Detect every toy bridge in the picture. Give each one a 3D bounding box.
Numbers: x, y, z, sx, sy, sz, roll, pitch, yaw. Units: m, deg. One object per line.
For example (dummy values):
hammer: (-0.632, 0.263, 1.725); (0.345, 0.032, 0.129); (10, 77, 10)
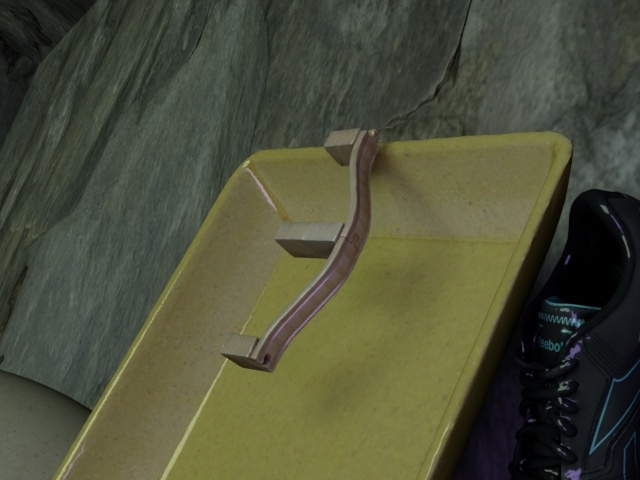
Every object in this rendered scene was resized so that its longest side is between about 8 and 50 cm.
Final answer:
toy bridge: (0.000, 0.000, 0.584); (0.063, 0.026, 0.188); (1, 57, 46)

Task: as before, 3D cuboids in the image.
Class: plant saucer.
plant saucer: (-0.007, 0.086, 0.600); (0.332, 0.081, 0.333); (3, 59, 49)

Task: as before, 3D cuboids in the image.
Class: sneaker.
sneaker: (0.146, 0.096, 0.516); (0.101, 0.106, 0.267); (2, 65, 56)

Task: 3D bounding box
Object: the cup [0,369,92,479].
cup: (-0.276, 0.280, 0.818); (0.236, 0.331, 0.331); (-3, 56, 26)
